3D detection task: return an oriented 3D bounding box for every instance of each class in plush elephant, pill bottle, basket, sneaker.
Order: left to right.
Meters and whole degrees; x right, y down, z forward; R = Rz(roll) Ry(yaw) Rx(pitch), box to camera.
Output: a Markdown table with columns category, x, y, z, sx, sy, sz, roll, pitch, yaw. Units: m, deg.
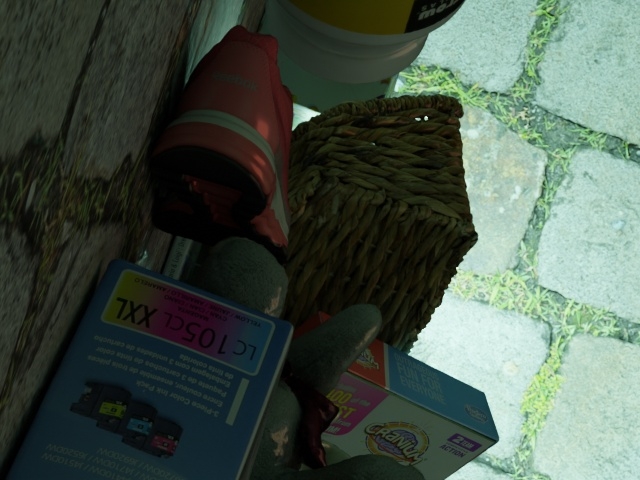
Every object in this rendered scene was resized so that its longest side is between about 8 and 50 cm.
| category | x | y | z | sx | sy | sz | roll | pitch | yaw |
| --- | --- | --- | --- | --- | --- | --- | --- | --- | --- |
| sneaker | -0.059 | -0.073 | 1.592 | 0.314 | 0.116 | 0.136 | 103 | 5 | -75 |
| plush elephant | -0.047 | 0.142 | 1.689 | 0.330 | 0.272 | 0.255 | -38 | -177 | 33 |
| basket | 0.000 | 0.000 | 1.970 | 0.223 | 0.213 | 0.299 | -92 | -157 | -50 |
| pill bottle | 0.048 | -0.273 | 1.555 | 0.334 | 0.188 | 0.188 | 106 | 3 | -58 |

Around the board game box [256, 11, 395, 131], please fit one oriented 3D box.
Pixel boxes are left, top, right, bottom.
| category | x | y | z | sx | sy | sz | roll | pitch | yaw |
| --- | --- | --- | --- | --- | --- | --- | --- | --- | --- |
| board game box | 0.006 | -0.176 | 2.112 | 0.275 | 0.144 | 0.142 | 93 | 16 | -82 |

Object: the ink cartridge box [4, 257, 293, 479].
| category | x | y | z | sx | sy | sz | roll | pitch | yaw |
| --- | --- | --- | --- | --- | --- | --- | --- | --- | --- |
| ink cartridge box | -0.156 | 0.247 | 1.355 | 0.395 | 0.151 | 0.270 | -72 | 179 | -48 |

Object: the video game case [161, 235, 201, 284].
| category | x | y | z | sx | sy | sz | roll | pitch | yaw |
| --- | --- | --- | --- | --- | --- | --- | --- | --- | --- |
| video game case | -0.138 | 0.034 | 1.920 | 0.157 | 0.019 | 0.143 | 102 | 7 | -85 |

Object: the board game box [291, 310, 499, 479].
| category | x | y | z | sx | sy | sz | roll | pitch | yaw |
| --- | --- | --- | --- | --- | --- | --- | --- | --- | --- |
| board game box | -0.021 | 0.218 | 1.953 | 0.316 | 0.242 | 0.064 | -39 | -136 | 26 |

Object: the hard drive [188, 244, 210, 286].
| category | x | y | z | sx | sy | sz | roll | pitch | yaw |
| --- | --- | --- | --- | --- | --- | --- | --- | --- | --- |
| hard drive | -0.129 | 0.099 | 2.200 | 0.237 | 0.064 | 0.339 | -68 | 177 | -67 |
